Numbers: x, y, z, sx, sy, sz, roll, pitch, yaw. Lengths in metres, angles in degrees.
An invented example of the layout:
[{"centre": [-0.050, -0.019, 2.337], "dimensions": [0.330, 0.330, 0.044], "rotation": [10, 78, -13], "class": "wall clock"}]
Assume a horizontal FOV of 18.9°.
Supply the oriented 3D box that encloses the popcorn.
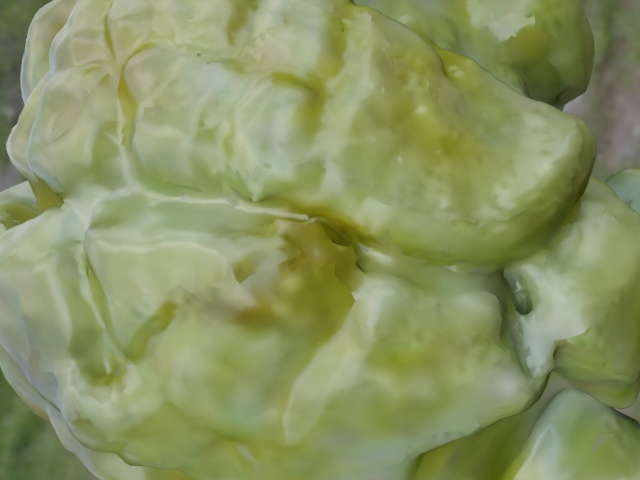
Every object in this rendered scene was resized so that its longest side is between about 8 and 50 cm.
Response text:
[{"centre": [0.000, 0.000, 0.372], "dimensions": [0.141, 0.135, 0.162], "rotation": [18, 127, 58], "class": "popcorn"}]
